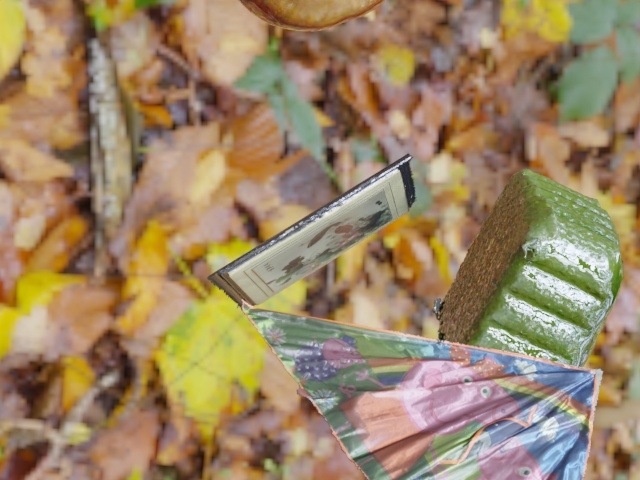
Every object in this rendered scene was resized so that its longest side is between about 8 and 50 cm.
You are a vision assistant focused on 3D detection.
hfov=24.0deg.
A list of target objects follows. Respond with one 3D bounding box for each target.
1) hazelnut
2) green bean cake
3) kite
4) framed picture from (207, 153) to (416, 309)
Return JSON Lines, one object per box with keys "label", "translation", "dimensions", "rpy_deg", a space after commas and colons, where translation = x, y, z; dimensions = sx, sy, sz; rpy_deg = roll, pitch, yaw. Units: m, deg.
{"label": "hazelnut", "translation": [-0.013, -0.284, 1.373], "dimensions": [0.182, 0.182, 0.182], "rpy_deg": [1, 90, -67]}
{"label": "green bean cake", "translation": [0.263, 0.063, 1.879], "dimensions": [0.250, 0.156, 0.247], "rpy_deg": [-61, -170, 18]}
{"label": "kite", "translation": [0.086, 0.128, 0.957], "dimensions": [0.234, 0.321, 0.016], "rpy_deg": [-28, 152, -20]}
{"label": "framed picture", "translation": [0.000, 0.000, 1.324], "dimensions": [0.010, 0.199, 0.195], "rpy_deg": [58, 0, 13]}
